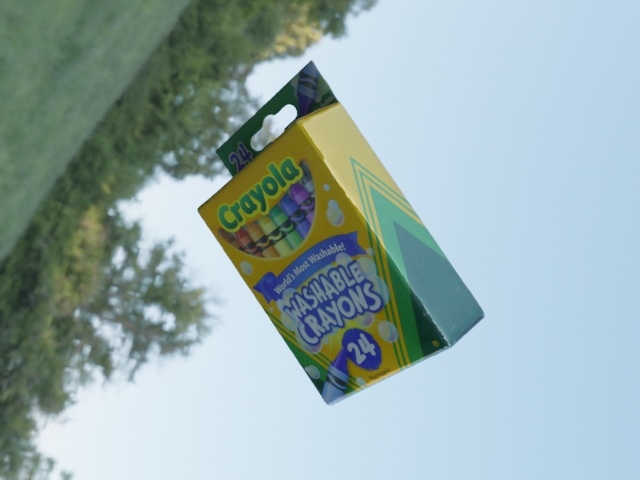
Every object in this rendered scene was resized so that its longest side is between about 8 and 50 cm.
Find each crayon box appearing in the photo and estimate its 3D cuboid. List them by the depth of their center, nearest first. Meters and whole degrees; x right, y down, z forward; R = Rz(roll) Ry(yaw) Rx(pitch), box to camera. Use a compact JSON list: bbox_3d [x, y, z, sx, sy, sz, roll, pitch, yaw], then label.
[{"bbox_3d":[0.000,0.000,0.984,0.083,0.322,0.203,-31,177,-46],"label":"crayon box"}]
